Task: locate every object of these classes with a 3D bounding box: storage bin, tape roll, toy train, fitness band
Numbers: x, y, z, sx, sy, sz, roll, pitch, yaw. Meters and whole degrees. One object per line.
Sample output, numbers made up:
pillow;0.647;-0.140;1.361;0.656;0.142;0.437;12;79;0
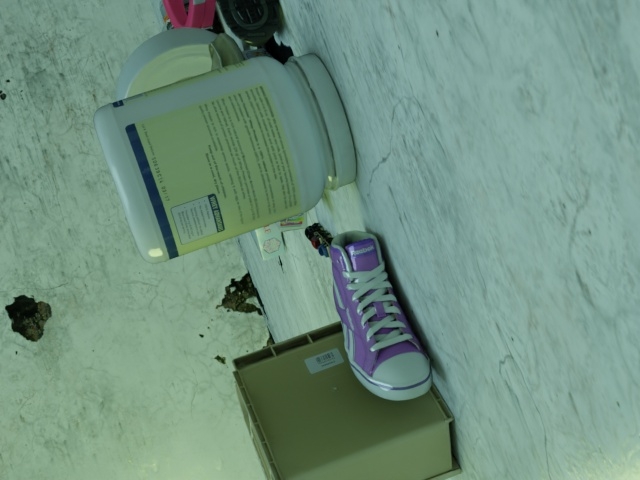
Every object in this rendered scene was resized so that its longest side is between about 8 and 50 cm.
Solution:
storage bin;0.027;0.252;1.415;0.260;0.262;0.123;-120;15;-48
tape roll;-0.263;-0.279;1.954;0.100;0.286;0.286;-122;16;-54
toy train;0.000;0.000;1.752;0.158;0.036;0.027;-134;26;-68
fitness band;-0.277;-0.557;1.993;0.209;0.054;0.291;61;154;26

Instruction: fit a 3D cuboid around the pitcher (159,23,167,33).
pitcher;-0.318;-0.457;2.470;0.177;0.125;0.207;42;169;26

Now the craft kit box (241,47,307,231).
craft kit box;-0.083;-0.178;1.679;0.247;0.060;0.250;-130;34;-58

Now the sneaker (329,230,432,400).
sneaker;0.069;0.090;1.353;0.282;0.102;0.161;-122;18;-53

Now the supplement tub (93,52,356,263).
supplement tub;-0.135;-0.124;1.384;0.235;0.324;0.236;161;90;-81

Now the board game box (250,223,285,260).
board game box;-0.188;-0.168;2.404;0.319;0.065;0.318;-119;13;-47

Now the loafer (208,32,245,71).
loafer;-0.170;-0.225;1.689;0.102;0.092;0.269;-168;70;-74

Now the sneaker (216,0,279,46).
sneaker;-0.149;-0.436;1.541;0.130;0.109;0.287;142;110;-87

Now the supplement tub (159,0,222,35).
supplement tub;-0.280;-0.464;2.181;0.117;0.116;0.191;131;119;-79
